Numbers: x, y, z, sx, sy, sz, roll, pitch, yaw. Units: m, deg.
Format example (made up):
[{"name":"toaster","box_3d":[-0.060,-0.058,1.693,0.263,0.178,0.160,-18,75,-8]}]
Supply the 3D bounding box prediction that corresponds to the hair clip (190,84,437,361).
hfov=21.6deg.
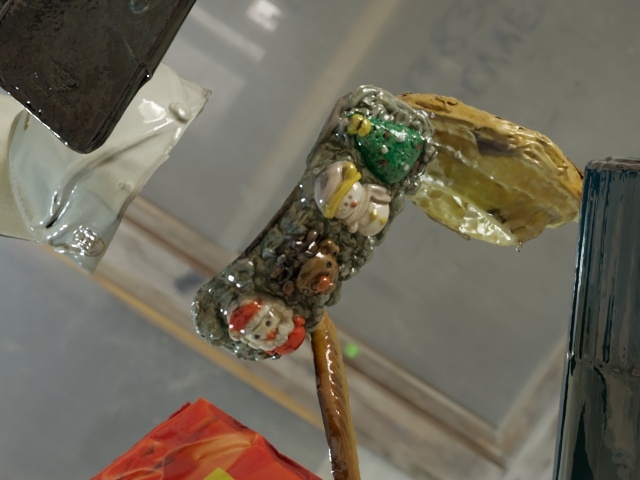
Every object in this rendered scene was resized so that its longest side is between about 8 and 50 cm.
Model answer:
[{"name":"hair clip","box_3d":[0.001,0.000,1.713,0.321,0.138,0.091,-55,26,12]}]

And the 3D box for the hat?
[{"name":"hat","box_3d":[-0.279,-0.126,1.799,0.258,0.301,0.168,-64,-14,-48]}]

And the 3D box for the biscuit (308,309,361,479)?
[{"name":"biscuit","box_3d":[0.020,0.198,1.814,0.176,0.031,0.228,-93,-8,-65]}]

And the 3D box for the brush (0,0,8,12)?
[{"name":"brush","box_3d":[-0.419,-0.262,1.881,0.197,0.123,0.059,-41,-7,19]}]

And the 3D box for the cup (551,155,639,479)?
[{"name":"cup","box_3d":[0.316,0.083,1.343,0.308,0.242,0.292,-25,-61,-83]}]

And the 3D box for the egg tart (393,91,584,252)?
[{"name":"egg tart","box_3d":[0.187,-0.078,2.024,0.115,0.290,0.290,-64,6,-10]}]

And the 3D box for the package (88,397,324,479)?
[{"name":"package","box_3d":[-0.045,0.284,1.393,0.196,0.423,0.123,-38,-49,-27]}]

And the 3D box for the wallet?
[{"name":"wallet","box_3d":[-0.184,-0.241,1.501,0.318,0.172,0.045,-55,-22,17]}]
